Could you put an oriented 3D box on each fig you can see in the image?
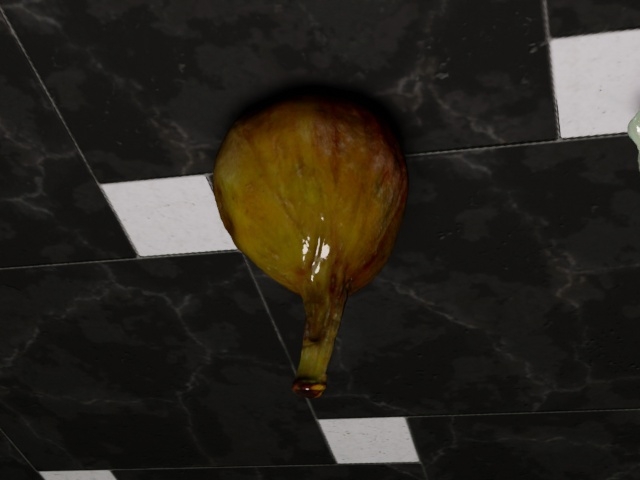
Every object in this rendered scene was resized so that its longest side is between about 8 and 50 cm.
[{"bbox_3d":[-0.010,0.011,0.995,0.191,0.290,0.190,0,164,0],"label":"fig"}]

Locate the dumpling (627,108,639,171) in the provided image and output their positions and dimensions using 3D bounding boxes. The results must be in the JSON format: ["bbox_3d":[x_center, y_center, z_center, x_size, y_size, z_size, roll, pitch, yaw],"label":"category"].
[{"bbox_3d":[0.367,-0.063,0.960,0.153,0.108,0.219,-26,131,34],"label":"dumpling"}]
